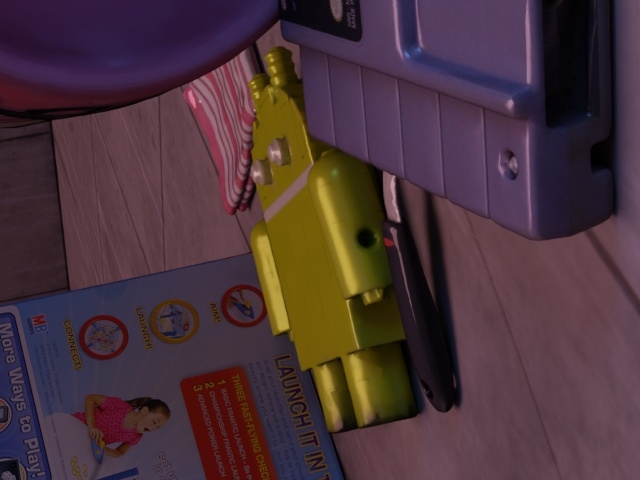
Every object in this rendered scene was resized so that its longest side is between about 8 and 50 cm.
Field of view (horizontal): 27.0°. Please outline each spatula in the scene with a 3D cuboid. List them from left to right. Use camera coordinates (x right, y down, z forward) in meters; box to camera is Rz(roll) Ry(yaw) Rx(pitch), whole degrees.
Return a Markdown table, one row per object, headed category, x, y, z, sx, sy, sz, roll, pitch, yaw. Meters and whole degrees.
| category | x | y | z | sx | sy | sz | roll | pitch | yaw |
| --- | --- | --- | --- | --- | --- | --- | --- | --- | --- |
| spatula | 0.047 | -0.036 | 0.790 | 0.084 | 0.030 | 0.296 | -156 | 56 | -67 |

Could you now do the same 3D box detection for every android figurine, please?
| category | x | y | z | sx | sy | sz | roll | pitch | yaw |
| --- | --- | --- | --- | --- | --- | --- | --- | --- | --- |
| android figurine | 0.000 | 0.000 | 0.944 | 0.248 | 0.056 | 0.273 | 148 | 108 | -73 |

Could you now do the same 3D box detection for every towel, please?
| category | x | y | z | sx | sy | sz | roll | pitch | yaw |
| --- | --- | --- | --- | --- | --- | --- | --- | --- | --- |
| towel | -0.085 | -0.127 | 1.190 | 0.197 | 0.029 | 0.144 | 110 | 144 | -62 |

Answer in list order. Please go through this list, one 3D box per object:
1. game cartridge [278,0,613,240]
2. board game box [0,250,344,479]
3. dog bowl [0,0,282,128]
| category | x | y | z | sx | sy | sz | roll | pitch | yaw |
| --- | --- | --- | --- | --- | --- | --- | --- | --- | --- |
| game cartridge | 0.039 | -0.196 | 0.604 | 0.230 | 0.068 | 0.355 | 26 | 127 | 55 |
| board game box | -0.149 | 0.185 | 1.136 | 0.086 | 0.302 | 0.308 | 107 | 148 | -60 |
| dog bowl | -0.144 | -0.248 | 0.689 | 0.150 | 0.408 | 0.408 | 20 | 123 | 48 |
